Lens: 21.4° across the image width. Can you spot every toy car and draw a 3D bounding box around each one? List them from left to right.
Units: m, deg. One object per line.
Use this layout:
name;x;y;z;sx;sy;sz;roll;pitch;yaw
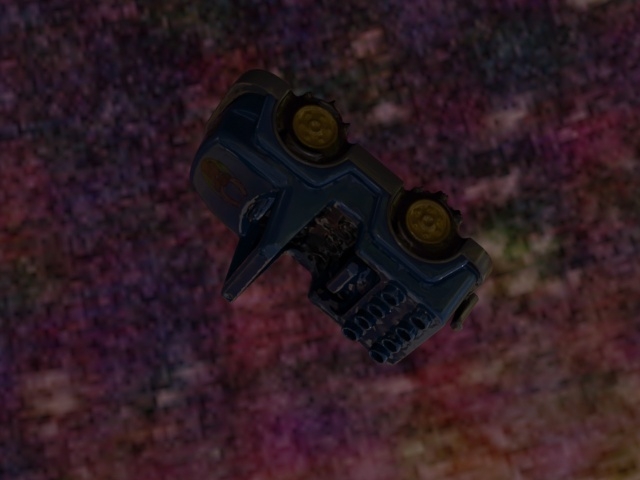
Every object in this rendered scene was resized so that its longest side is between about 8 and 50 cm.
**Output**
toy car;0.000;0.000;0.967;0.191;0.100;0.097;41;150;-1
